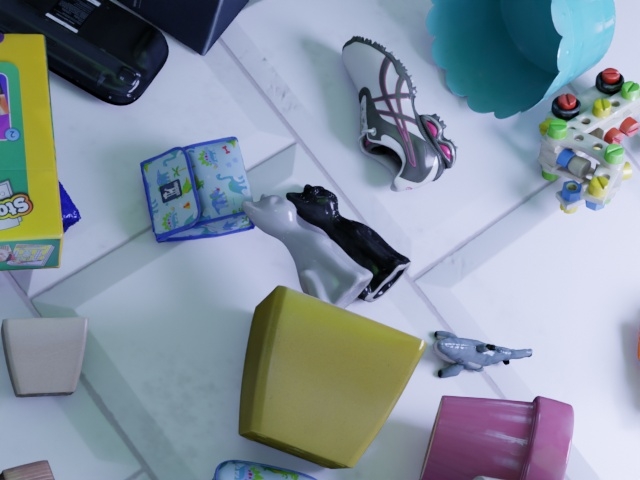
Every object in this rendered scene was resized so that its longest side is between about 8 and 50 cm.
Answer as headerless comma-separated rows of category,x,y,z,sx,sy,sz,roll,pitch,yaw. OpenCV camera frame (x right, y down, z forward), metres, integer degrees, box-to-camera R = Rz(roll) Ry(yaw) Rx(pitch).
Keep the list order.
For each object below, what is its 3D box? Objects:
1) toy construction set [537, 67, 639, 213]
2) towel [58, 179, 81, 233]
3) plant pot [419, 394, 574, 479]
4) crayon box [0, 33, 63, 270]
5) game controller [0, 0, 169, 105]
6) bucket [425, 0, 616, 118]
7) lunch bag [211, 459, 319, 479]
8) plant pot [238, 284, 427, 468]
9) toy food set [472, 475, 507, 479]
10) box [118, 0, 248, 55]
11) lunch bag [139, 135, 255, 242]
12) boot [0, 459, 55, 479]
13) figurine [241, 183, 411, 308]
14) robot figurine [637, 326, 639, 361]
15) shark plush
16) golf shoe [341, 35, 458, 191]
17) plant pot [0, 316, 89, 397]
toy construction set,0.492,-0.167,1.876,0.327,0.151,0.215,-20,49,-32
towel,-0.506,-0.103,1.578,0.227,0.076,0.308,-32,79,-26
plant pot,0.240,0.300,1.572,0.180,0.201,0.201,16,62,7
crayon box,-0.532,-0.113,1.475,0.362,0.106,0.313,-3,67,-17
game controller,-0.393,-0.332,1.737,0.319,0.067,0.166,31,47,-3
bucket,0.330,-0.356,1.850,0.183,0.281,0.281,-29,77,-35
lunch bag,-0.062,0.387,1.437,0.176,0.090,0.219,12,29,-13
plant pot,-0.007,0.199,1.535,0.212,0.212,0.187,22,75,-7
toy food set,0.264,0.432,1.462,0.219,0.306,0.092,11,37,-12
box,-0.252,-0.543,1.782,0.395,0.212,0.293,34,61,0
lunch bag,-0.181,-0.071,1.661,0.151,0.096,0.129,-12,72,-7
boot,-0.430,0.408,1.366,0.283,0.109,0.220,-10,74,-29
figurine,0.000,0.000,1.645,0.209,0.092,0.215,47,25,15
robot figurine,0.589,0.169,1.766,0.128,0.158,0.219,42,55,-36
shark plush,0.240,0.173,1.689,0.161,0.067,0.073,15,62,-10
golf shoe,0.102,-0.205,1.803,0.120,0.105,0.273,-31,78,-19
plant pot,-0.365,0.156,1.493,0.109,0.109,0.096,1,78,-17
